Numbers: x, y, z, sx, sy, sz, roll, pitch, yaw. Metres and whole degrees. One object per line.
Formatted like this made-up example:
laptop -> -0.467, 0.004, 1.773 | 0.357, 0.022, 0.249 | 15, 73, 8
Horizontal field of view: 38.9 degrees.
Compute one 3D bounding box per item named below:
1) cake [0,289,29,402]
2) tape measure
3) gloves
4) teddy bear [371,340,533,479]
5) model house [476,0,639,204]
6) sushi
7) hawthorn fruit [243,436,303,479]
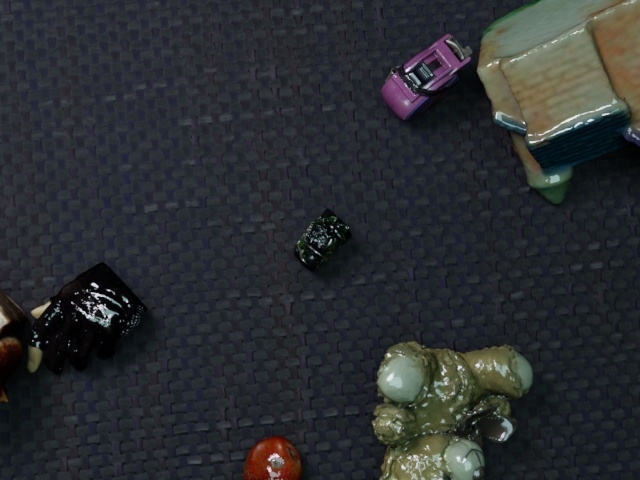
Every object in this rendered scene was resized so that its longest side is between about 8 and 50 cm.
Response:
cake -> -0.519, 0.111, 1.227 | 0.293, 0.199, 0.196 | 43, 79, -2
tape measure -> 0.150, -0.235, 1.323 | 0.125, 0.118, 0.074 | -35, 84, -23
gloves -> -0.344, 0.121, 1.271 | 0.180, 0.106, 0.129 | -44, 89, -10
teddy bear -> 0.161, 0.270, 1.251 | 0.267, 0.156, 0.256 | 7, 78, -31
model house -> 0.413, -0.213, 1.293 | 0.312, 0.245, 0.280 | -22, 114, 21
sushi -> 0.000, 0.000, 1.308 | 0.056, 0.085, 0.083 | 45, 85, 3
hawthorn fruit -> -0.065, 0.319, 1.278 | 0.093, 0.093, 0.093 | 0, 84, -2
